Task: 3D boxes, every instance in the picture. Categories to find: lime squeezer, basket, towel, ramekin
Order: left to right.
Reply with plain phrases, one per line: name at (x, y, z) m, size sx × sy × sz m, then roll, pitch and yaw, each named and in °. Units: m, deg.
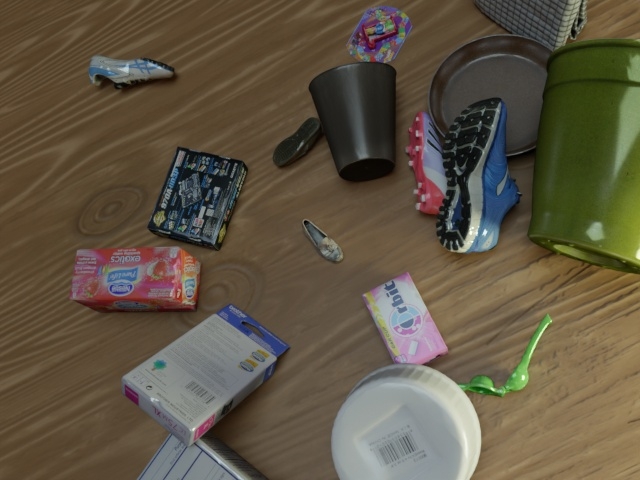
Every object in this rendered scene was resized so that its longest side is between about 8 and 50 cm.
basket at (0.086, -0.260, 1.520) m, size 0.204 × 0.154 × 0.226 m, roll -9°, pitch 72°, yaw 7°
ramekin at (0.152, 0.370, 1.248) m, size 0.277 × 0.135 × 0.277 m, roll -2°, pitch 84°, yaw 15°
lime squeezer at (0.328, 0.253, 1.312) m, size 0.310 × 0.059 × 0.109 m, roll -24°, pitch 79°, yaw 0°
towel at (0.467, -0.571, 1.487) m, size 0.121 × 0.235 × 0.284 m, roll -42°, pitch 67°, yaw -9°

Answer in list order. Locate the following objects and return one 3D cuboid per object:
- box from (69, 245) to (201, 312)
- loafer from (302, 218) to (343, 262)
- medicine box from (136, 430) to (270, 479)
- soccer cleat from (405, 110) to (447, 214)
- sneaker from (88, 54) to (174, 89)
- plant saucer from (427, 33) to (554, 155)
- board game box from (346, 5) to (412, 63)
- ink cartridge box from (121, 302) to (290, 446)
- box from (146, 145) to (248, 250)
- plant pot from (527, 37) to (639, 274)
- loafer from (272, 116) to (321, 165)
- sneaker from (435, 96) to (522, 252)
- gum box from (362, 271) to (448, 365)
box at (-0.415, 0.091, 1.529) m, size 0.257 × 0.128 × 0.122 m, roll -2°, pitch 70°, yaw 13°
loafer at (0.000, 0.000, 1.504) m, size 0.045 × 0.039 × 0.125 m, roll -43°, pitch 66°, yaw -4°
medicine box at (-0.226, 0.546, 1.306) m, size 0.289 × 0.149 × 0.263 m, roll 32°, pitch 81°, yaw 23°
soccer cleat at (0.248, -0.171, 1.491) m, size 0.095 × 0.083 × 0.248 m, roll 3°, pitch 65°, yaw -13°
sneaker at (-0.493, -0.437, 1.772) m, size 0.237 × 0.085 × 0.086 m, roll 5°, pitch 98°, yaw 12°
plant saucer at (0.398, -0.318, 1.513) m, size 0.311 × 0.050 × 0.310 m, roll -4°, pitch 70°, yaw 12°
board game box at (0.142, -0.512, 1.655) m, size 0.133 × 0.033 × 0.168 m, roll 25°, pitch 79°, yaw 21°
ink cartridge box at (-0.227, 0.264, 1.393) m, size 0.186 × 0.065 × 0.311 m, roll 31°, pitch 42°, yaw 22°
box at (-0.289, -0.101, 1.600) m, size 0.175 × 0.051 × 0.220 m, roll 13°, pitch 75°, yaw 13°
plant pot at (0.558, -0.133, 1.270) m, size 0.367 × 0.366 × 0.352 m, roll 17°, pitch 88°, yaw 19°
loafer at (-0.049, -0.226, 1.594) m, size 0.148 × 0.050 × 0.056 m, roll -39°, pitch 62°, yaw 15°
sneaker at (0.338, -0.132, 1.410) m, size 0.130 × 0.147 × 0.329 m, roll 11°, pitch 90°, yaw 56°
gum box at (0.175, 0.175, 1.384) m, size 0.107 × 0.062 × 0.188 m, roll -27°, pitch 67°, yaw 4°
